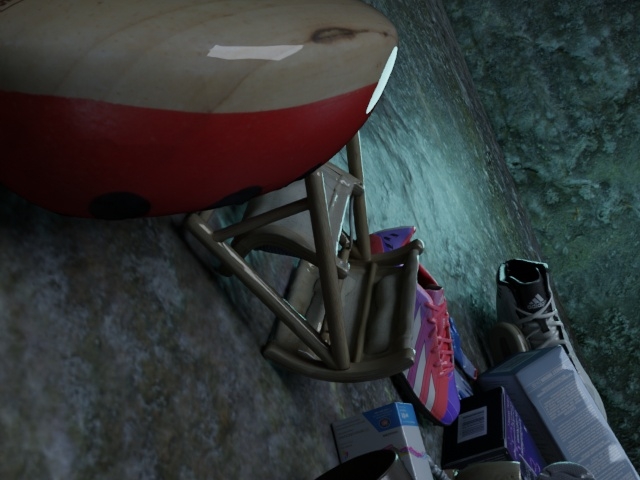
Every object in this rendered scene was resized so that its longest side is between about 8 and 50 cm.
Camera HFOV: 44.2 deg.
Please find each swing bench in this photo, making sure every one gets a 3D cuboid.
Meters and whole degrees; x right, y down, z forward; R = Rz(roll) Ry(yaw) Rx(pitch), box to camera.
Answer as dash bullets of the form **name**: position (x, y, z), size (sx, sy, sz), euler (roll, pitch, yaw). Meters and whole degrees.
- **swing bench**: position (0.000, 0.000, 0.918), size (0.255, 0.165, 0.253), euler (63, 21, -22)

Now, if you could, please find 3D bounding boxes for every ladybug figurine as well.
- **ladybug figurine**: position (-0.110, -0.124, 0.654), size (0.449, 0.305, 0.162), euler (-23, 121, -51)

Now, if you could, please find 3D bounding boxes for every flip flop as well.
- **flip flop**: position (0.398, 0.301, 1.612), size (0.080, 0.112, 0.277), euler (-1, 69, -39)

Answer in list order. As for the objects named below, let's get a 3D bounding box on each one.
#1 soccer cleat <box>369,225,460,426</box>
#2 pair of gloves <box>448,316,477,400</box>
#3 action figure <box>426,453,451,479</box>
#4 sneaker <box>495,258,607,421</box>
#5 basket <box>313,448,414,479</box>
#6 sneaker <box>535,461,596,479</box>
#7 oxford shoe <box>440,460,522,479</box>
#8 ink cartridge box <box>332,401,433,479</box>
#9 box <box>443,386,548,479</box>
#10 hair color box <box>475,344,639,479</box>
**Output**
- **soccer cleat**: position (0.149, 0.130, 1.175), size (0.318, 0.116, 0.108), euler (63, 22, -6)
- **pair of gloves**: position (0.251, 0.227, 1.439), size (0.159, 0.023, 0.198), euler (57, 23, -22)
- **action figure**: position (0.140, 0.337, 0.997), size (0.137, 0.063, 0.232), euler (-39, 99, -35)
- **sneaker**: position (0.460, 0.220, 1.679), size (0.447, 0.169, 0.257), euler (-104, 170, -47)
- **basket**: position (0.070, 0.332, 0.755), size (0.227, 0.154, 0.204), euler (63, 21, 1)
- **sneaker**: position (0.316, 0.433, 1.027), size (0.115, 0.105, 0.281), euler (71, 24, -59)
- **oxford shoe**: position (0.307, 0.478, 1.140), size (0.397, 0.146, 0.140), euler (56, 24, -23)
- **ink cartridge box**: position (0.075, 0.259, 0.911), size (0.052, 0.088, 0.122), euler (24, 46, -59)
- **box**: position (0.290, 0.370, 1.267), size (0.207, 0.108, 0.153), euler (58, 23, -19)
- **hair color box**: position (0.453, 0.387, 1.448), size (0.374, 0.113, 0.185), euler (61, -16, 4)
